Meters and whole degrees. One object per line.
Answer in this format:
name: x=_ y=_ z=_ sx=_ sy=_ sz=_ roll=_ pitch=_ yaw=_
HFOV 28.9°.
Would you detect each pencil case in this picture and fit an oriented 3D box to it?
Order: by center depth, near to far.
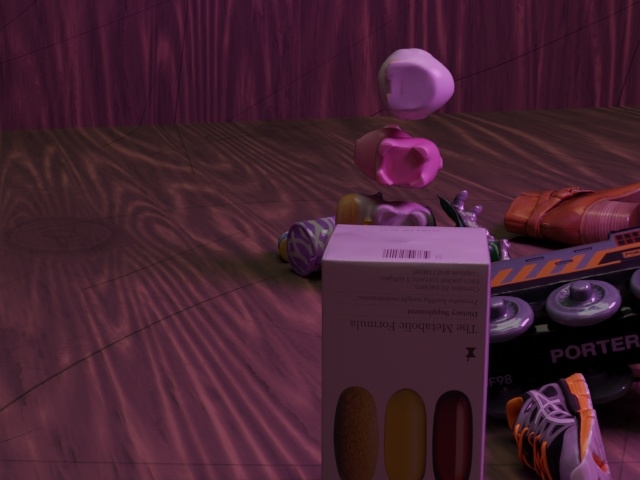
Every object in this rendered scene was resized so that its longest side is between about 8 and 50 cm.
pencil case: x=0.049 y=0.004 z=1.883 sx=0.206 sy=0.086 sz=0.088 roll=-9 pitch=44 yaw=-29

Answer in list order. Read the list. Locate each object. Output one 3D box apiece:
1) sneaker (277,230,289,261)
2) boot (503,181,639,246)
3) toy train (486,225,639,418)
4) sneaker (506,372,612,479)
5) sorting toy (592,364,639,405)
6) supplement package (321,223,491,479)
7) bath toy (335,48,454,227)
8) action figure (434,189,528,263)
sneaker: x=0.000 y=0.000 z=1.949 sx=0.144 sy=0.053 sz=0.059 roll=-3 pitch=12 yaw=-16
boot: x=0.456 y=-0.048 z=2.096 sx=0.220 sy=0.109 sz=0.283 roll=4 pitch=21 yaw=33
toy train: x=0.278 y=0.077 z=1.320 sx=0.334 sy=0.142 sz=0.190 roll=-13 pitch=25 yaw=8
sneaker: x=0.220 y=0.189 z=1.149 sx=0.083 sy=0.084 sz=0.215 roll=-12 pitch=9 yaw=7
sorting toy: x=0.310 y=0.105 z=1.457 sx=0.132 sy=0.046 sz=0.274 roll=2 pitch=22 yaw=-15
supplement package: x=0.073 y=0.119 z=1.058 sx=0.139 sy=0.244 sz=0.134 roll=1 pitch=13 yaw=6
bath toy: x=0.107 y=-0.098 z=1.735 sx=0.151 sy=0.348 sz=0.129 roll=12 pitch=16 yaw=15
action figure: x=0.241 y=0.033 z=1.650 sx=0.137 sy=0.063 sz=0.232 roll=36 pitch=19 yaw=-50
